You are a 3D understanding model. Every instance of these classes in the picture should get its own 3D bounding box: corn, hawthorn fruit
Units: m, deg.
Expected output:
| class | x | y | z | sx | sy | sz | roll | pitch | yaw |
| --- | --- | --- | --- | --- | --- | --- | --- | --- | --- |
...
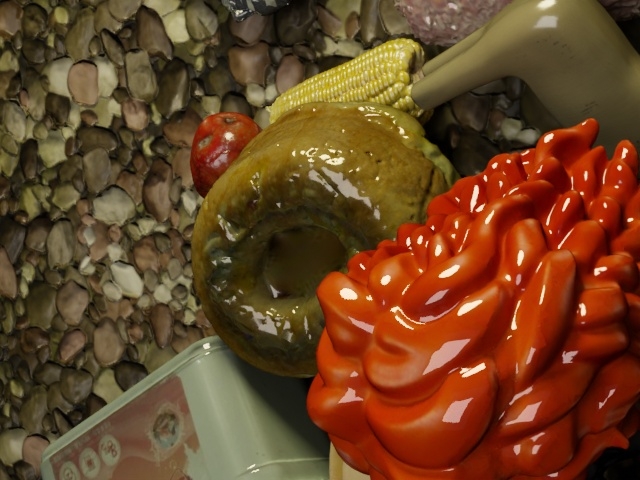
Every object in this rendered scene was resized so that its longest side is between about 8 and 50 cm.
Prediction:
| class | x | y | z | sx | sy | sz | roll | pitch | yaw |
| --- | --- | --- | --- | --- | --- | --- | --- | --- | --- |
| corn | 0.027 | -0.118 | 1.444 | 0.165 | 0.063 | 0.085 | -16 | 96 | 37 |
| hawthorn fruit | -0.081 | -0.078 | 1.520 | 0.093 | 0.093 | 0.093 | 3 | 96 | 35 |

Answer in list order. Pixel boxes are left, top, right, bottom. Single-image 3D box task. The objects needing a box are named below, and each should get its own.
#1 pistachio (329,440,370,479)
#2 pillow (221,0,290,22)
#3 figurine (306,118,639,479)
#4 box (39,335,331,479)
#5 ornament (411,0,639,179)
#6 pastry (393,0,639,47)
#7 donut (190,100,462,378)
| class | x | y | z | sx | sy | sz | roll | pitch | yaw |
| --- | --- | --- | --- | --- | --- | --- | --- | --- | --- |
| pistachio | 0.103 | 0.229 | 1.361 | 0.187 | 0.187 | 0.299 | -12 | 78 | 35 |
| pillow | -0.024 | -0.356 | 1.444 | 0.161 | 0.092 | 0.335 | 40 | 114 | 20 |
| figurine | 0.161 | 0.097 | 1.171 | 0.241 | 0.412 | 0.306 | 34 | 82 | 33 |
| box | -0.124 | 0.224 | 1.526 | 0.312 | 0.175 | 0.182 | -36 | 64 | 32 |
| ornament | 0.228 | -0.102 | 1.267 | 0.230 | 0.061 | 0.245 | 46 | 135 | -15 |
| pastry | 0.147 | -0.214 | 1.324 | 0.265 | 0.112 | 0.103 | 3 | 114 | 38 |
| donut | 0.000 | 0.000 | 1.401 | 0.208 | 0.128 | 0.261 | 46 | 127 | 1 |
